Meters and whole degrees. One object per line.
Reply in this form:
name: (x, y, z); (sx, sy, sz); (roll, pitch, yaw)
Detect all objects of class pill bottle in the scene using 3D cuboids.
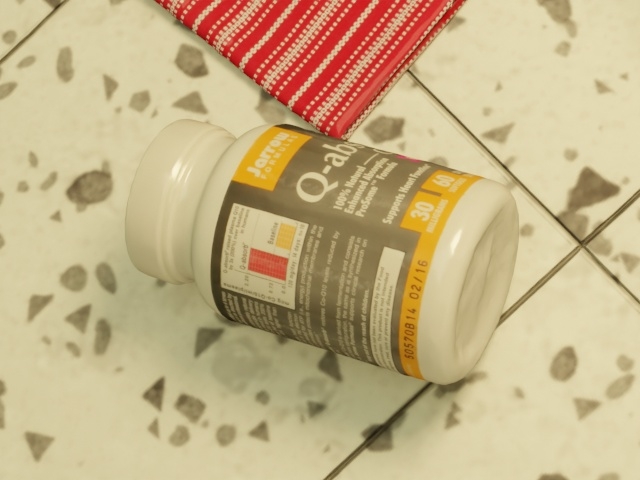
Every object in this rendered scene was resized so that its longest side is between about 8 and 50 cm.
pill bottle: (0.000, 0.000, 1.317); (0.278, 0.162, 0.162); (16, 79, 21)

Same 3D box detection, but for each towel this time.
towel: (-0.020, -0.234, 1.464); (0.275, 0.031, 0.199); (40, 89, 23)
